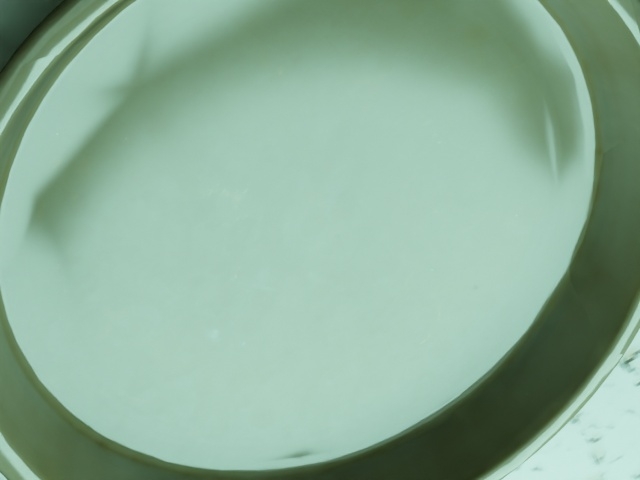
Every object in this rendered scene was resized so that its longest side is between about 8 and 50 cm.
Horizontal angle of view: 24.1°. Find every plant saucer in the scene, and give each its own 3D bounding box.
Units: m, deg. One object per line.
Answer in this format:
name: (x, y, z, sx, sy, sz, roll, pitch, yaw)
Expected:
plant saucer: (0.000, 0.000, 0.538, 0.278, 0.041, 0.278, -10, 124, -16)
